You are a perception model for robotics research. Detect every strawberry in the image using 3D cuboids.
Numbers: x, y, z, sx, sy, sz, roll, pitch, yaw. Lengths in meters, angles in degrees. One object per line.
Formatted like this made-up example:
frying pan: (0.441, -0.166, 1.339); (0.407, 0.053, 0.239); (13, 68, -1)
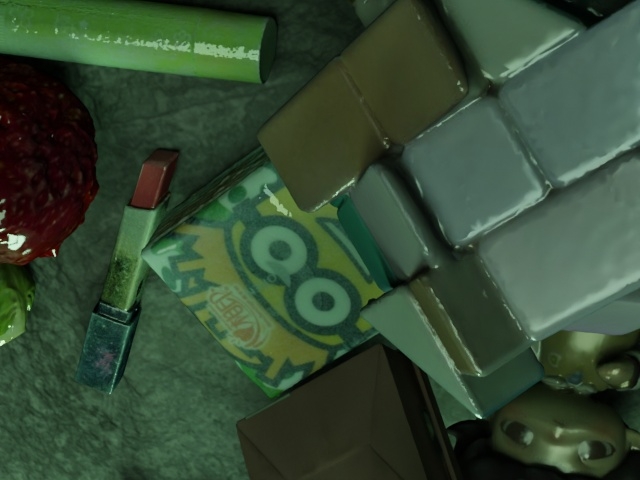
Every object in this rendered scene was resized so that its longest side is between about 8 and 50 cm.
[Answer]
strawberry: (-0.356, -0.088, 1.385); (0.274, 0.274, 0.220); (26, 79, -1)

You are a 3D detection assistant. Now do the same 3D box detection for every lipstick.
lipstick: (-0.201, -0.212, 1.356); (0.304, 0.076, 0.076); (9, 118, 8)
lipstick: (-0.220, 0.033, 1.502); (0.051, 0.051, 0.312); (21, 119, 5)

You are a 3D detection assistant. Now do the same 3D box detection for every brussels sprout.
brussels sprout: (-0.410, 0.063, 1.521); (0.155, 0.117, 0.155); (4, 110, 11)

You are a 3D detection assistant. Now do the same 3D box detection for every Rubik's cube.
Rubik's cube: (0.167, -0.073, 1.114); (0.368, 0.387, 0.358); (-31, 85, 23)

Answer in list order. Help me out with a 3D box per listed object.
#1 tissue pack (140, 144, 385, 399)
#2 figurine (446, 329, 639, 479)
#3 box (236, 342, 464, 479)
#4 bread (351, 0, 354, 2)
tissue pack: (0.000, 0.000, 1.390); (0.311, 0.128, 0.228); (-34, 106, 25)
figurine: (0.263, 0.183, 1.384); (0.218, 0.206, 0.365); (7, 117, -8)
box: (0.031, 0.244, 1.402); (0.215, 0.215, 0.086); (-30, 147, 20)
bread: (0.085, -0.283, 1.251); (0.233, 0.088, 0.161); (6, 115, 8)
